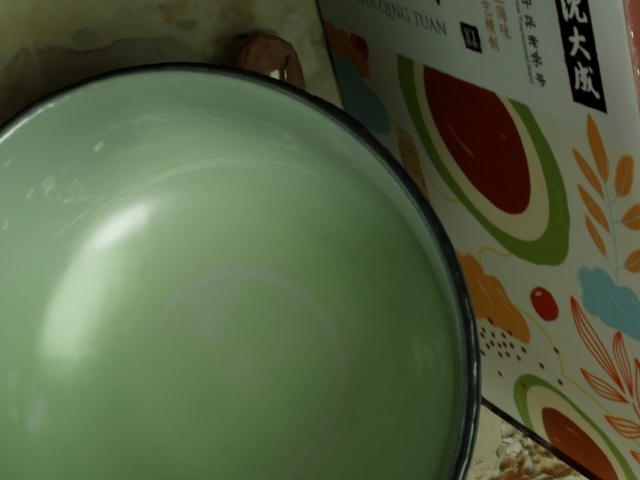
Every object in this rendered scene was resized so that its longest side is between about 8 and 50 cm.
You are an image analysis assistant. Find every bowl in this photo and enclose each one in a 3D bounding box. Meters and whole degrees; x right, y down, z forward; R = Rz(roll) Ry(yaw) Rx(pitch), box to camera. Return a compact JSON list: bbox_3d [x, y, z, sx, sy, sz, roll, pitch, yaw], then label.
[{"bbox_3d":[-0.062,0.082,1.007,0.354,0.354,0.185,-62,163,2],"label":"bowl"}]

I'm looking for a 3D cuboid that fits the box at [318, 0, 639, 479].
[{"bbox_3d":[0.149,-0.048,1.036,0.122,0.344,0.385,-26,120,-20],"label":"box"}]

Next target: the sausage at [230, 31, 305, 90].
[{"bbox_3d":[0.000,0.000,1.131,0.078,0.078,0.304,-35,121,-16],"label":"sausage"}]
